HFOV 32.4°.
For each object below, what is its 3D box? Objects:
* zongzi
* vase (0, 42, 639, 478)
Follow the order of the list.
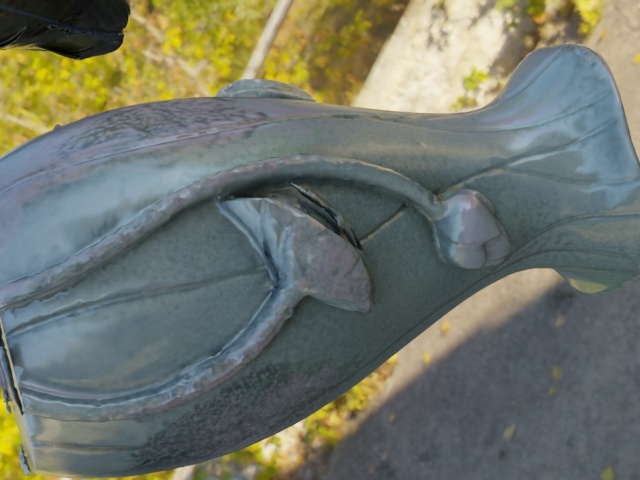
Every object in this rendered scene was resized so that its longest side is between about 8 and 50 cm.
[{"bbox_3d":[-0.315,-0.200,1.013,0.242,0.221,0.112,-40,48,15],"label":"zongzi"},{"bbox_3d":[0.000,0.000,0.731,0.250,0.446,0.249,165,90,-72],"label":"vase"}]
